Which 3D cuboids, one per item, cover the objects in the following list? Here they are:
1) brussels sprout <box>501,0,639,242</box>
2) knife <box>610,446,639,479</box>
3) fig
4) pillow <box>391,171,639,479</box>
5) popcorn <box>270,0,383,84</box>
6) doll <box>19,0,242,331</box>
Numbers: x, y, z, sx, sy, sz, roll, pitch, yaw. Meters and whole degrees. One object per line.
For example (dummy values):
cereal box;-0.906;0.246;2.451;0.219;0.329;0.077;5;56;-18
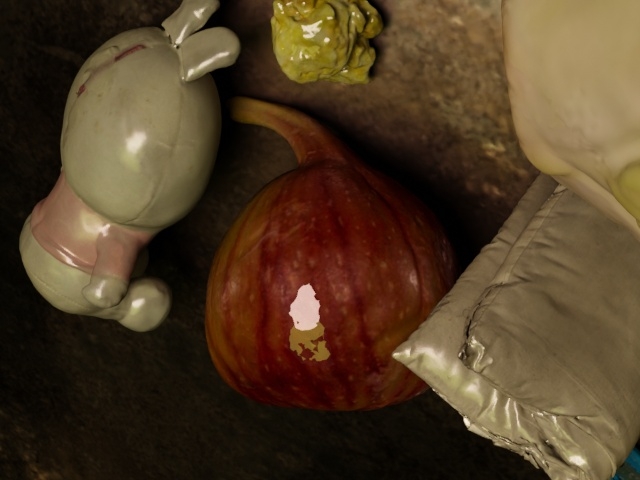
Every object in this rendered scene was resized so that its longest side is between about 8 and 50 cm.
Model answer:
brussels sprout;0.230;-0.072;0.378;0.316;0.242;0.273;-28;95;35
knife;0.225;0.167;0.660;0.296;0.026;0.044;44;116;-1
fig;0.006;0.004;0.607;0.175;0.175;0.207;1;90;27
pillow;0.147;0.039;0.541;0.134;0.181;0.078;42;155;-5
popcorn;0.001;-0.124;0.585;0.059;0.068;0.083;29;170;38
doll;-0.139;-0.044;0.651;0.275;0.113;0.155;-65;35;37
